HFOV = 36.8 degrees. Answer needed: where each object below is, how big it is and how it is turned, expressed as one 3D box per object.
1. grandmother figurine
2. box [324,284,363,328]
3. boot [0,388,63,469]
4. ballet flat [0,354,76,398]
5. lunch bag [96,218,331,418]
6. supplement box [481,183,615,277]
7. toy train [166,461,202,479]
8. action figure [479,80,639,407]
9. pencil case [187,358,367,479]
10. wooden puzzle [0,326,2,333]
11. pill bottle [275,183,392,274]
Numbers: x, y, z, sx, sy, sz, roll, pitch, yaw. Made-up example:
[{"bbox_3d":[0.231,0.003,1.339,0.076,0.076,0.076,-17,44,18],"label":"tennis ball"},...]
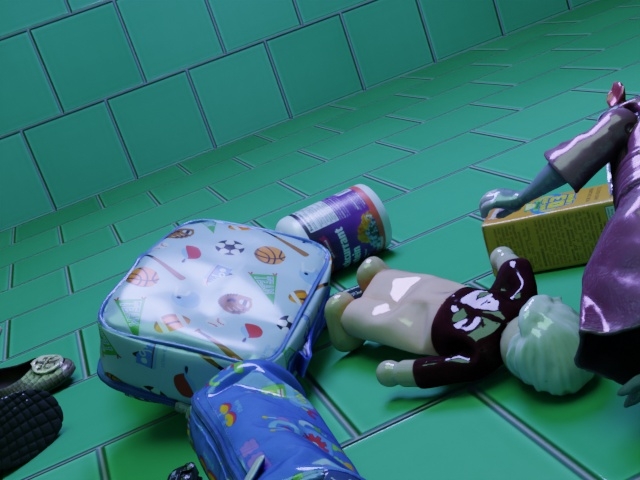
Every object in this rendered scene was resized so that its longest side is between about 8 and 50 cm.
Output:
[{"bbox_3d":[0.150,0.087,1.013,0.208,0.104,0.342,-54,30,-14],"label":"grandmother figurine"},{"bbox_3d":[0.027,0.088,1.270,0.083,0.018,0.067,-20,17,-2],"label":"box"},{"bbox_3d":[-0.452,0.257,1.172,0.161,0.084,0.246,-10,16,48],"label":"boot"},{"bbox_3d":[-0.472,0.205,1.390,0.249,0.058,0.084,-15,17,16],"label":"ballet flat"},{"bbox_3d":[-0.112,0.092,1.138,0.243,0.115,0.303,13,32,10],"label":"lunch bag"},{"bbox_3d":[0.321,-0.018,1.177,0.233,0.080,0.078,-14,15,25],"label":"supplement box"},{"bbox_3d":[-0.143,0.258,0.897,0.036,0.027,0.158,-20,15,10],"label":"toy train"},{"bbox_3d":[0.307,-0.042,0.865,0.248,0.276,0.370,10,47,-9],"label":"action figure"},{"bbox_3d":[-0.037,0.194,0.802,0.119,0.133,0.306,-54,19,-1],"label":"pencil case"},{"bbox_3d":[-0.576,0.221,1.346,0.238,0.044,0.221,-15,41,21],"label":"wooden puzzle"},{"bbox_3d":[0.000,0.000,1.428,0.193,0.108,0.108,-25,17,-19],"label":"pill bottle"}]
